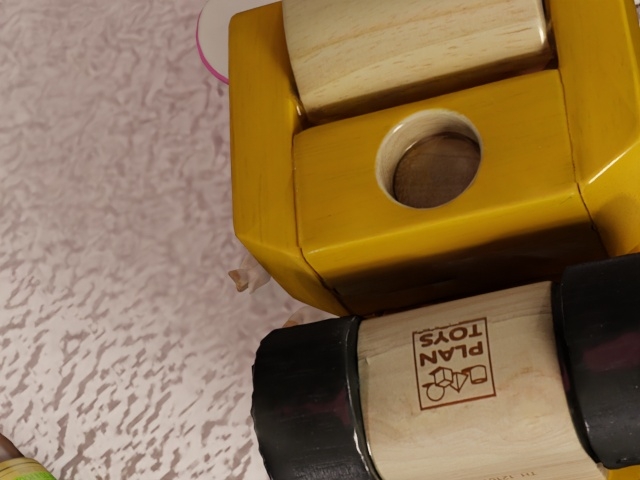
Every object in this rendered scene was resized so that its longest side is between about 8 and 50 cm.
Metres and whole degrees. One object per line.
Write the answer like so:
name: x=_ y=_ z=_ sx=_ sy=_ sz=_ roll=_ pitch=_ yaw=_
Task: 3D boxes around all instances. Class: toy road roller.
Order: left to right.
toy road roller: x=0.088 y=0.015 z=0.823 sx=0.202 sy=0.240 sz=0.330 roll=-13 pitch=63 yaw=16

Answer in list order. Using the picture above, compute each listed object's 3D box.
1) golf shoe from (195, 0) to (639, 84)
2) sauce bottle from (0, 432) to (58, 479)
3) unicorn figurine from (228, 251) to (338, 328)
golf shoe: x=0.056 y=-0.171 z=0.919 sx=0.306 sy=0.140 sz=0.115 roll=-17 pitch=74 yaw=15
sauce bottle: x=-0.110 y=0.251 z=0.893 sx=0.344 sy=0.111 sz=0.111 roll=39 pitch=91 yaw=20
unicorn figurine: x=0.000 y=0.000 z=0.945 sx=0.111 sy=0.060 sz=0.162 roll=-42 pitch=83 yaw=-7
